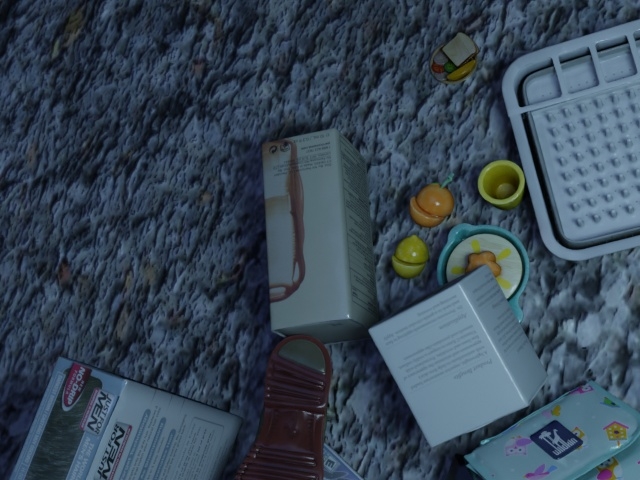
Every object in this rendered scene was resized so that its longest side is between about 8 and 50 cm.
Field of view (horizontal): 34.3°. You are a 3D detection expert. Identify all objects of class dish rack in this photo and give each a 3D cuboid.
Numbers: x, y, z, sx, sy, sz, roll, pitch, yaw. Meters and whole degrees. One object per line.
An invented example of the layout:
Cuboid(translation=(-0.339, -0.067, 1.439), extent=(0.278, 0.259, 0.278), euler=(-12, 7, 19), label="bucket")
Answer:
Cuboid(translation=(0.434, -0.142, 1.504), extent=(0.285, 0.072, 0.333), euler=(-15, 69, 13), label="dish rack")

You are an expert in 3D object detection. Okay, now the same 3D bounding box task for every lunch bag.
Cuboid(translation=(0.340, 0.328, 1.322), extent=(0.223, 0.160, 0.262), euler=(-29, 66, -12), label="lunch bag")

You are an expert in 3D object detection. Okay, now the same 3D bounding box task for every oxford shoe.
Cuboid(translation=(-0.047, 0.318, 1.498), extent=(0.123, 0.130, 0.348), euler=(14, 72, 6), label="oxford shoe")

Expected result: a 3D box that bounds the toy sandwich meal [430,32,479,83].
Cuboid(translation=(0.213, -0.289, 1.647), extent=(0.085, 0.029, 0.086), euler=(-6, 72, 17), label="toy sandwich meal")

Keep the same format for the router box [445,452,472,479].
Cuboid(translation=(0.218, 0.400, 1.425), extent=(0.133, 0.046, 0.179), euler=(20, 81, 24), label="router box")

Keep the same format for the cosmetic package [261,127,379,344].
Cuboid(translation=(0.000, 0.000, 1.568), extent=(0.129, 0.153, 0.296), euler=(-10, 69, 18), label="cosmetic package")

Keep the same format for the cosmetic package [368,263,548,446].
Cuboid(translation=(0.190, 0.154, 1.410), extent=(0.151, 0.151, 0.184), euler=(-29, 87, 24), label="cosmetic package")

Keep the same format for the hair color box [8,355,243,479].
Cuboid(translation=(-0.256, 0.294, 1.440), extent=(0.113, 0.374, 0.185), euler=(16, 79, 23), label="hair color box")

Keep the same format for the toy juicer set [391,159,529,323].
Cuboid(translation=(0.202, 0.049, 1.515), extent=(0.209, 0.089, 0.329), euler=(-5, 73, 17), label="toy juicer set")

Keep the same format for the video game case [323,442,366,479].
Cuboid(translation=(0.005, 0.429, 1.503), extent=(0.183, 0.023, 0.201), euler=(40, 89, 25), label="video game case")
